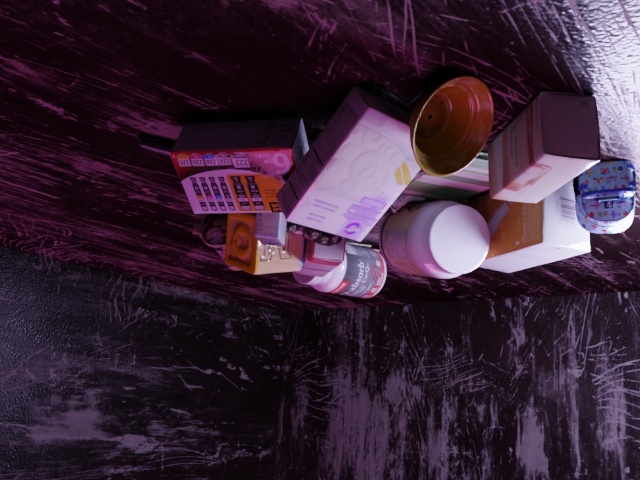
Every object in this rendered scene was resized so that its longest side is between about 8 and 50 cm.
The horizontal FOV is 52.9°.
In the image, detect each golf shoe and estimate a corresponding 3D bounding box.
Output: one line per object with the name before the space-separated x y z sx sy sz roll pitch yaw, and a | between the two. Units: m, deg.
golf shoe | -0.050 -0.057 2.037 0.273 0.105 0.120 16 -178 -30
golf shoe | 0.238 -0.121 1.963 0.176 0.086 0.069 4 163 -6

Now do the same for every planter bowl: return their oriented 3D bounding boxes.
planter bowl | 0.256 -0.251 1.365 0.217 0.217 0.090 16 -164 -38

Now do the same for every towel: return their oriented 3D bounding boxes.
towel | 0.379 -0.179 1.806 0.248 0.038 0.325 9 163 -21

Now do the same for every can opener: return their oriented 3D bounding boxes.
can opener | -0.399 -0.248 1.735 0.186 0.073 0.059 12 -158 -16

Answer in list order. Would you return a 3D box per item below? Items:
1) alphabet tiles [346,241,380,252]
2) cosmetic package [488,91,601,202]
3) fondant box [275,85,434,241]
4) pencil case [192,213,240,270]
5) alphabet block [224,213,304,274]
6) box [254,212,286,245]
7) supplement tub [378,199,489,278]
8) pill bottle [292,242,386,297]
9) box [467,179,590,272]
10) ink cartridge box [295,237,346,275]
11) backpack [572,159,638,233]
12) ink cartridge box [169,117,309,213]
alphabet tiles | 0.069 0.043 2.766 0.343 0.011 0.285 7 165 -12
cosmetic package | 0.496 -0.202 1.464 0.129 0.153 0.296 5 164 -7
fondant box | 0.086 -0.164 1.488 0.238 0.096 0.330 15 126 -37
pencil case | -0.339 -0.002 2.417 0.184 0.159 0.410 12 166 7
alphabet block | -0.187 0.000 2.165 0.197 0.193 0.192 -3 -169 -41
box | -0.141 -0.063 1.859 0.072 0.137 0.126 4 170 5
supplement tub | 0.343 -0.004 1.974 0.236 0.235 0.325 9 177 -19
pill bottle | 0.073 0.110 2.555 0.363 0.210 0.210 12 163 -42
box | 0.600 -0.046 1.899 0.168 0.214 0.345 10 163 -21
ink cartridge box | 0.000 0.000 2.237 0.117 0.207 0.283 9 164 -13
backpack | 0.750 -0.110 1.695 0.158 0.173 0.117 0 165 16
ink cartridge box | -0.179 -0.158 1.627 0.310 0.130 0.271 0 135 14
